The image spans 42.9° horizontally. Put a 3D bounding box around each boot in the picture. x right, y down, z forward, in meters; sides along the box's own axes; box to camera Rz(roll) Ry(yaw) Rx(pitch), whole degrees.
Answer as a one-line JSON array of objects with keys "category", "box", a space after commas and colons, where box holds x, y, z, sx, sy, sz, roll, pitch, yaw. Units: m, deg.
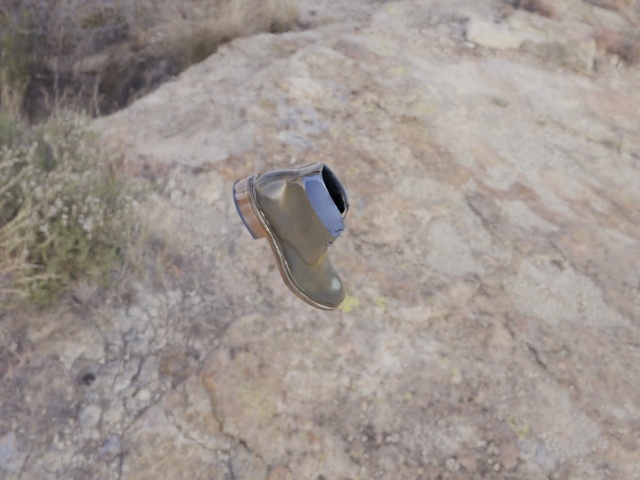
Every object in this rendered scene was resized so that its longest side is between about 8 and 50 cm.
[{"category": "boot", "box": [0.000, 0.000, 0.939, 0.106, 0.219, 0.082, -18, 41, 25]}]
